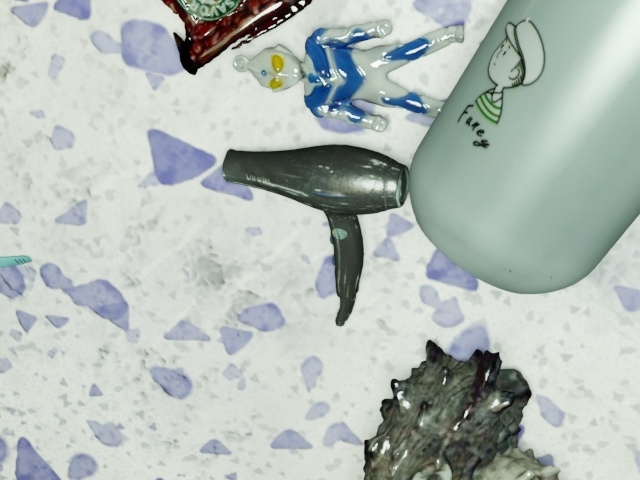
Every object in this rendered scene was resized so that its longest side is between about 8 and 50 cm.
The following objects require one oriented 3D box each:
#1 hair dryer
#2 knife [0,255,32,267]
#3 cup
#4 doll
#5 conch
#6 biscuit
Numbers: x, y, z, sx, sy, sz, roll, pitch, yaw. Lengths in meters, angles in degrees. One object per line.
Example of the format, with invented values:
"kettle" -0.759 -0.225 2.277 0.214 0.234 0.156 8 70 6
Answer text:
"hair dryer" 0.000 0.000 1.063 0.195 0.075 0.219 7 122 21
"knife" -0.379 0.026 1.183 0.091 0.005 0.014 -5 110 14
"cup" 0.221 -0.112 0.877 0.205 0.205 0.312 31 116 -1
"doll" 0.025 -0.159 0.986 0.227 0.057 0.114 3 117 10
"conch" 0.158 0.261 1.074 0.241 0.186 0.313 -7 93 -13
"biscuit" -0.130 -0.285 0.963 0.151 0.063 0.235 -31 105 23
